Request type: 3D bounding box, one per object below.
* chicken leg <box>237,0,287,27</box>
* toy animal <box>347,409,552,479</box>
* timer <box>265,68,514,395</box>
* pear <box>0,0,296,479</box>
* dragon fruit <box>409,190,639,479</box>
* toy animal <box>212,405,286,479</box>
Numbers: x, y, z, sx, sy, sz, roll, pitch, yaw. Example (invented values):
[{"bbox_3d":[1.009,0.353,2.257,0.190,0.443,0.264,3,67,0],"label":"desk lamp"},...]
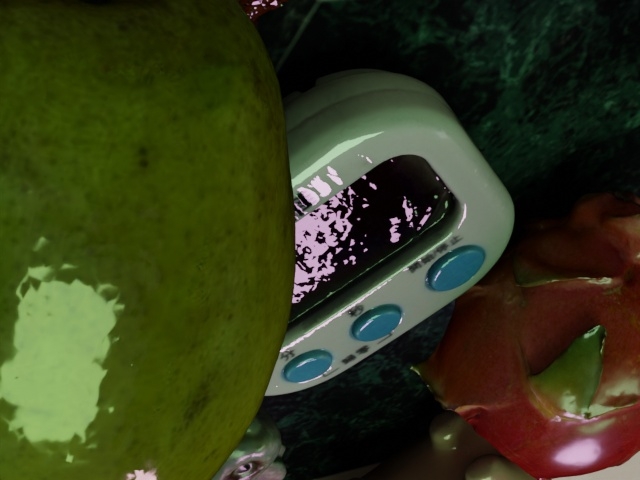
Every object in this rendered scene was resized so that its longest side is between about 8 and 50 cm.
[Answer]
[{"bbox_3d":[-0.030,-0.149,0.556,0.205,0.053,0.093,-21,164,6],"label":"chicken leg"},{"bbox_3d":[0.097,0.325,1.041,0.326,0.237,0.269,-29,130,1],"label":"toy animal"},{"bbox_3d":[0.000,0.000,0.706,0.262,0.087,0.237,-35,141,11],"label":"timer"},{"bbox_3d":[-0.132,0.011,0.482,0.253,0.253,0.307,-4,128,-24],"label":"pear"},{"bbox_3d":[0.205,0.075,0.811,0.227,0.224,0.224,-43,139,7],"label":"dragon fruit"},{"bbox_3d":[-0.098,0.146,0.776,0.251,0.125,0.127,20,92,-40],"label":"toy animal"}]
